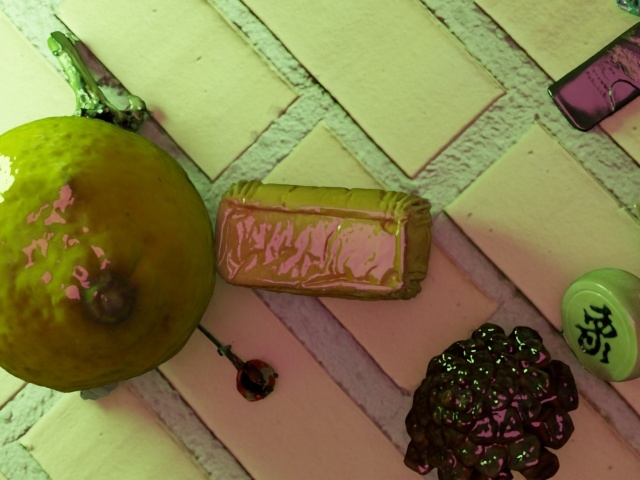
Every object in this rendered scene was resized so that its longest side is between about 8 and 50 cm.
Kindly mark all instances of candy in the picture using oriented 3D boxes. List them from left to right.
[{"bbox_3d":[-0.133,0.148,1.531,0.185,0.049,0.055,42,86,17],"label":"candy"}]

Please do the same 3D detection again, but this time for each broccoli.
[{"bbox_3d":[-0.330,-0.205,1.557,0.122,0.118,0.204,-32,66,17],"label":"broccoli"}]

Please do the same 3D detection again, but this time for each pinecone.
[{"bbox_3d":[0.215,0.214,1.387,0.202,0.201,0.228,35,90,13],"label":"pinecone"}]

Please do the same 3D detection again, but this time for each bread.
[{"bbox_3d":[0.000,0.000,1.474,0.288,0.119,0.152,4,90,10],"label":"bread"}]

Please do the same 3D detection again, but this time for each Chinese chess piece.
[{"bbox_3d":[0.364,0.106,1.399,0.059,0.144,0.144,-18,83,-27],"label":"Chinese chess piece"}]

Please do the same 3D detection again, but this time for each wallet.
[{"bbox_3d":[0.383,-0.213,1.476,0.157,0.018,0.082,-35,82,5],"label":"wallet"}]

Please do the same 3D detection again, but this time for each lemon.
[{"bbox_3d":[-0.297,0.020,1.383,0.350,0.387,0.349,-10,112,-26],"label":"lemon"}]

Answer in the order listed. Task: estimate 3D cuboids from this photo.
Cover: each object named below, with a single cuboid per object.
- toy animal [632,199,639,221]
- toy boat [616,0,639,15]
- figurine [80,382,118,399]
[{"bbox_3d":[0.477,0.058,1.386,0.165,0.149,0.247,-8,98,5],"label":"toy animal"},{"bbox_3d":[0.431,-0.360,1.453,0.059,0.066,0.140,27,90,13],"label":"toy boat"},{"bbox_3d":[-0.316,0.177,1.544,0.086,0.082,0.094,11,99,-7],"label":"figurine"}]
